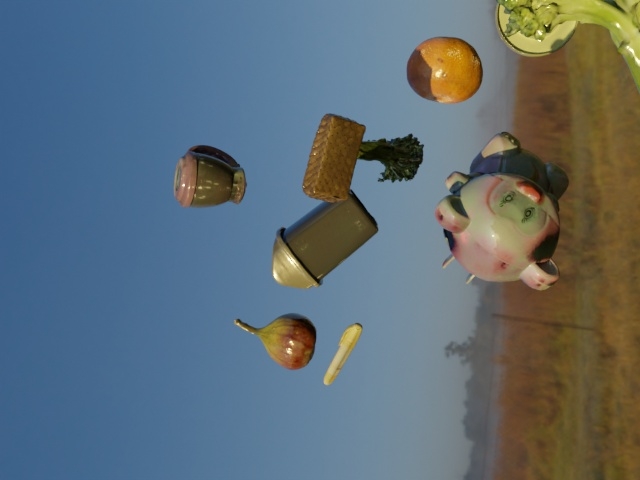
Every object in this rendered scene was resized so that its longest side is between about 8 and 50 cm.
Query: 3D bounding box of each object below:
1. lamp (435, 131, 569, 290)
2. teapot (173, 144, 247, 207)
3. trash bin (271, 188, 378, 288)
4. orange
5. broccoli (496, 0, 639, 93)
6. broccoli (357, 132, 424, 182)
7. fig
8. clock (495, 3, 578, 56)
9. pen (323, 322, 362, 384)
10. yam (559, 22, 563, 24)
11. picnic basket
[{"bbox_3d":[0.328,-0.042,1.390,0.247,0.247,0.301,-50,7,38],"label":"lamp"},{"bbox_3d":[-0.229,-0.126,1.557,0.148,0.146,0.116,-128,48,-61],"label":"teapot"},{"bbox_3d":[0.000,0.000,1.943,0.182,0.290,0.209,51,-174,-5],"label":"trash bin"},{"bbox_3d":[0.348,-0.481,2.096,0.224,0.224,0.170,22,-99,-72],"label":"orange"},{"bbox_3d":[0.507,-0.355,1.141,0.353,0.397,0.275,-53,-13,2],"label":"broccoli"},{"bbox_3d":[0.197,-0.279,2.396,0.304,0.146,0.164,4,-97,-39],"label":"broccoli"},{"bbox_3d":[-0.108,0.252,2.038,0.143,0.231,0.160,-43,-27,-25],"label":"fig"},{"bbox_3d":[0.615,-0.642,2.112,0.029,0.235,0.234,-55,-31,-83],"label":"clock"},{"bbox_3d":[0.048,0.275,1.788,0.032,0.040,0.233,-70,5,-50],"label":"pen"},{"bbox_3d":[0.434,-0.460,1.445,0.146,0.070,0.069,-136,38,-57],"label":"yam"},{"bbox_3d":[0.033,-0.179,1.634,0.110,0.055,0.193,13,-86,-30],"label":"picnic basket"}]
